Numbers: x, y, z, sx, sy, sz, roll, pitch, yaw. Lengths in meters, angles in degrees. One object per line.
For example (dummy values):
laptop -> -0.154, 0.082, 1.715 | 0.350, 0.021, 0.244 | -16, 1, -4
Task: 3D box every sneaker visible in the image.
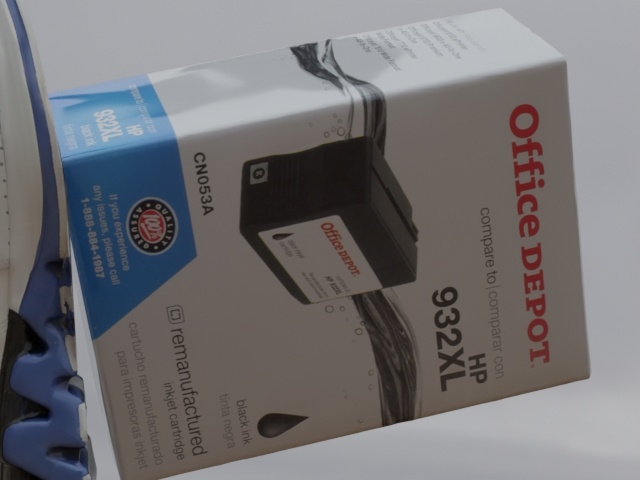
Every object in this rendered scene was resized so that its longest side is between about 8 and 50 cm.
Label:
sneaker -> -0.205, 0.028, 0.790 | 0.182, 0.315, 0.127 | -6, 1, -9

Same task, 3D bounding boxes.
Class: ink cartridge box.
ink cartridge box -> 0.000, 0.000, 1.053 | 0.308, 0.223, 0.129 | -12, 23, -10
